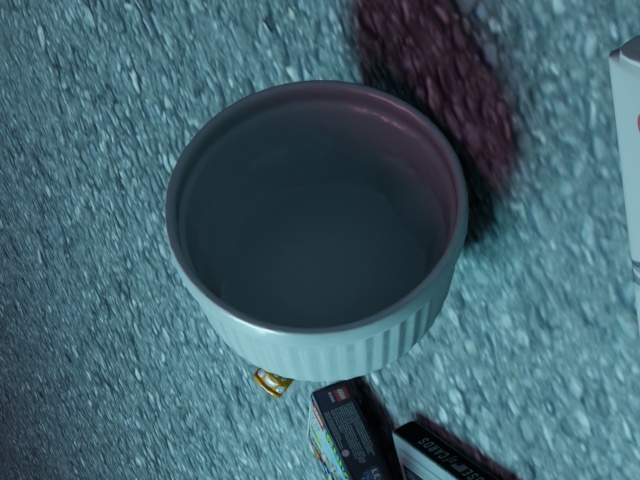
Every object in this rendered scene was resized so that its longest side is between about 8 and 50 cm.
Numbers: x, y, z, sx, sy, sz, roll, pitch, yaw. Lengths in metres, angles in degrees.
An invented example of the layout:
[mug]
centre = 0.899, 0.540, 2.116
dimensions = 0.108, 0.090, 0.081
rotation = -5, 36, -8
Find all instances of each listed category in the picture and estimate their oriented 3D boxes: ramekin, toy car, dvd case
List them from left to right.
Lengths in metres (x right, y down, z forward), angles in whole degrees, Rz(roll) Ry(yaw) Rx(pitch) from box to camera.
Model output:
[toy car]
centre = -0.057, 0.092, 1.570
dimensions = 0.122, 0.060, 0.040
rotation = 52, 124, 16
[ramekin]
centre = 0.000, 0.000, 1.136
dimensions = 0.207, 0.207, 0.109
rotation = 53, 165, 28
[dvd case]
centre = 0.138, 0.284, 1.345
dimensions = 0.179, 0.030, 0.238
rotation = 29, 139, 58

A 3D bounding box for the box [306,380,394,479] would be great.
[box]
centre = 0.046, 0.238, 1.456
dimensions = 0.114, 0.036, 0.207
rotation = 94, 153, -62

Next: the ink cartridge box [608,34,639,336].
[ink cartridge box]
centre = 0.245, 0.047, 0.712
dimensions = 0.207, 0.117, 0.283
rotation = 36, 144, 53
